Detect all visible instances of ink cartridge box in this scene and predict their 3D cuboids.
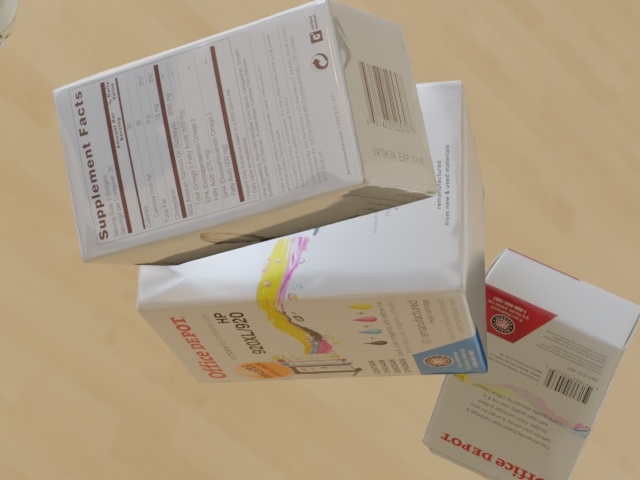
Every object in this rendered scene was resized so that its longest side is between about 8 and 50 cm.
[{"bbox_3d":[0.173,0.114,1.332,0.127,0.175,0.072,24,34,12],"label":"ink cartridge box"},{"bbox_3d":[0.000,0.000,1.196,0.171,0.233,0.168,65,24,-63],"label":"ink cartridge box"}]

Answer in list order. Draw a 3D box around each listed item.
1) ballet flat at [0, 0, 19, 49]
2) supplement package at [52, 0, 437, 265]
[{"bbox_3d":[-0.246,-0.159,1.075,0.083,0.247,0.087,-43,95,-17],"label":"ballet flat"},{"bbox_3d":[-0.043,-0.055,0.905,0.105,0.179,0.105,2,75,-63],"label":"supplement package"}]
